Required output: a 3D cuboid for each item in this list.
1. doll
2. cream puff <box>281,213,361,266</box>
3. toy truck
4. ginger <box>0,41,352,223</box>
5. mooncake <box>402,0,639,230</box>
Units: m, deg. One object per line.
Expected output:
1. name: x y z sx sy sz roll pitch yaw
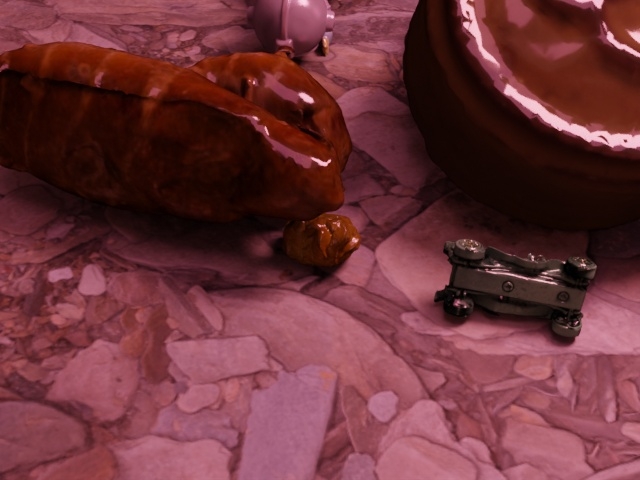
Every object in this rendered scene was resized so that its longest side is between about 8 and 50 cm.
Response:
1. doll: -0.029 -0.360 1.277 0.150 0.151 0.287 8 46 2
2. cream puff: 0.000 0.000 0.953 0.083 0.083 0.058 11 86 -10
3. toy truck: 0.197 0.039 0.919 0.154 0.080 0.078 9 21 4
4. ginger: -0.157 -0.128 0.988 0.418 0.176 0.254 9 28 9
5. mooncake: 0.302 -0.216 1.017 0.393 0.246 0.394 -5 70 -5
